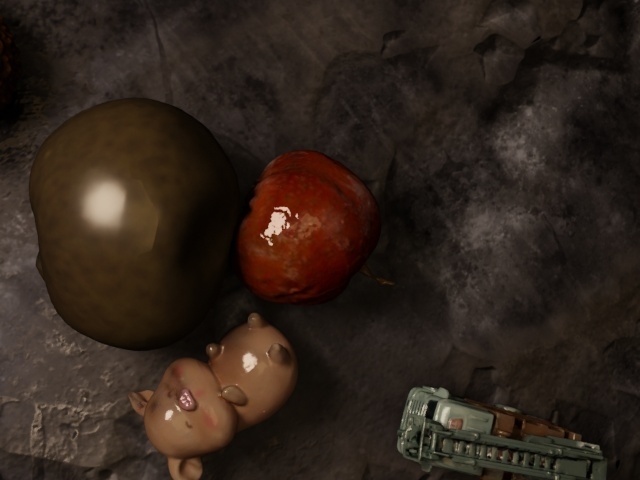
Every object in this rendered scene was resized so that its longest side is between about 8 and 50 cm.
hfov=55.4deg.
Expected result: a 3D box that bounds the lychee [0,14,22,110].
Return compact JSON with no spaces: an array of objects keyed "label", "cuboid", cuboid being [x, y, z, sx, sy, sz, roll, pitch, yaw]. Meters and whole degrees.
[{"label":"lychee","cuboid":[-0.520,-0.250,0.834,0.200,0.200,0.238,-5,82,-16]}]

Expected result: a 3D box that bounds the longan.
[{"label":"longan","cuboid":[-0.255,-0.024,0.839,0.289,0.288,0.349,2,86,-15]}]

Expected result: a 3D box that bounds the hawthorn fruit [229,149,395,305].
[{"label":"hawthorn fruit","cuboid":[0.000,0.000,0.938,0.272,0.242,0.241,26,78,-15]}]

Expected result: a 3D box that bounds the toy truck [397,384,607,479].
[{"label":"toy truck","cuboid":[0.280,0.332,0.996,0.339,0.184,0.132,18,79,-13]}]

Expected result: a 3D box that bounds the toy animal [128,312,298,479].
[{"label":"toy animal","cuboid":[-0.149,0.223,0.907,0.250,0.154,0.166,-33,51,-8]}]
